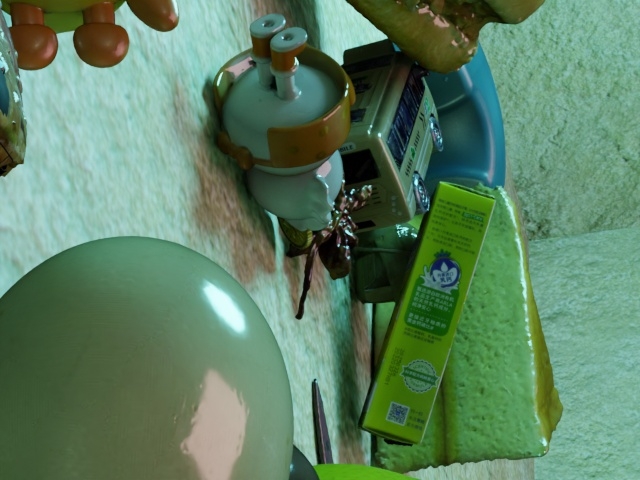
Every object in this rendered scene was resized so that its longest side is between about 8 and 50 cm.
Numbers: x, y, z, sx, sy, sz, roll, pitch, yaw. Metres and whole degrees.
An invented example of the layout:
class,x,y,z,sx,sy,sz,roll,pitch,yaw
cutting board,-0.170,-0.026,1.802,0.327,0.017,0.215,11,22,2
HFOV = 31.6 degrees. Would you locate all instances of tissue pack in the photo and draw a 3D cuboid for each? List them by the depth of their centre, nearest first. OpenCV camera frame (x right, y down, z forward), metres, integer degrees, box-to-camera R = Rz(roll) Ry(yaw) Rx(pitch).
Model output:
class,x,y,z,sx,sy,sz,roll,pitch,yaw
tissue pack,0.177,-0.179,1.722,0.206,0.198,0.288,-64,140,-60

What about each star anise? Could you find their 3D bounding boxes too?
class,x,y,z,sx,sy,sz,roll,pitch,yaw
star anise,0.000,0.000,1.248,0.097,0.070,0.191,22,73,-26

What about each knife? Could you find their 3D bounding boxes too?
class,x,y,z,sx,sy,sz,roll,pitch,yaw
knife,0.011,0.279,1.273,0.035,0.018,0.247,-7,86,-71

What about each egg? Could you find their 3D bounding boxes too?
class,x,y,z,sx,sy,sz,roll,pitch,yaw
egg,-0.110,0.121,0.616,0.188,0.188,0.254,54,38,-59

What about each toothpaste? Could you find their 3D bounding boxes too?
class,x,y,z,sx,sy,sz,roll,pitch,yaw
toothpaste,0.130,0.094,1.409,0.110,0.077,0.328,89,19,-81

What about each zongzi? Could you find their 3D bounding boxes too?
class,x,y,z,sx,sy,sz,roll,pitch,yaw
zongzi,0.118,-0.005,1.523,0.078,0.160,0.176,118,-32,-73

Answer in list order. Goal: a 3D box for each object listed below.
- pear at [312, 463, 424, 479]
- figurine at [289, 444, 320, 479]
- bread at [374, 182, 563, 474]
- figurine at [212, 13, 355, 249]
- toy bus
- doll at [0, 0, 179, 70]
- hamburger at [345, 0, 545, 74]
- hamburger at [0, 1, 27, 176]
class,x,y,z,sx,sy,sz,roll,pitch,yaw
pear,0.101,0.334,1.035,0.342,0.317,0.239,69,25,-44
figurine,-0.065,0.232,0.806,0.158,0.161,0.276,-17,97,-31
bread,0.177,0.110,1.548,0.245,0.233,0.362,-7,86,-72
figurine,-0.036,-0.094,1.117,0.143,0.143,0.271,-75,177,-53
toy bus,0.061,-0.130,1.422,0.289,0.139,0.157,-67,141,-55
doll,-0.164,-0.211,0.706,0.135,0.142,0.221,142,-56,-69
hamburger,0.092,-0.429,1.351,0.287,0.268,0.446,-23,86,-60
hamburger,-0.200,-0.102,0.484,0.231,0.106,0.231,62,1,-1
